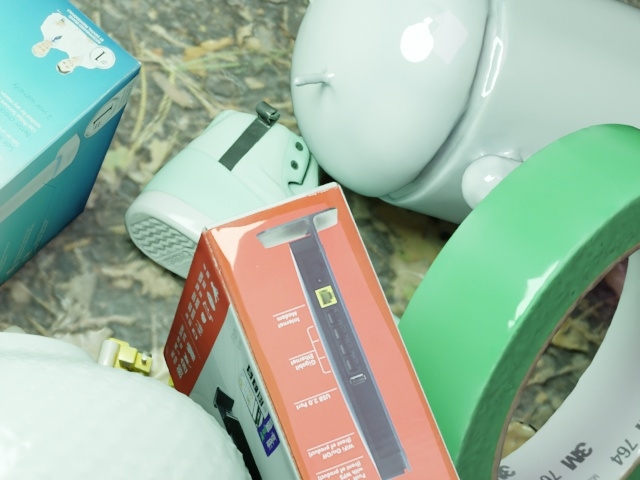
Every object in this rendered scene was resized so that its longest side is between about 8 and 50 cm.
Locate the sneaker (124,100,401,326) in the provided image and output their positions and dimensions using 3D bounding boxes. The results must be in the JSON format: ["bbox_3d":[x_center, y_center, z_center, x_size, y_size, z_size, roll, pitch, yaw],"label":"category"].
[{"bbox_3d":[0.000,0.000,1.290,0.256,0.094,0.151,34,56,-1],"label":"sneaker"}]

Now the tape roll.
[{"bbox_3d":[0.167,0.081,1.175,0.321,0.321,0.077,-34,49,-29],"label":"tape roll"}]

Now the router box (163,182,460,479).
[{"bbox_3d":[0.004,0.157,1.046,0.082,0.335,0.301,-19,78,-14],"label":"router box"}]

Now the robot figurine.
[{"bbox_3d":[0.127,-0.108,1.299,0.353,0.200,0.300,17,30,-26],"label":"robot figurine"}]

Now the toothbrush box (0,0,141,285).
[{"bbox_3d":[-0.274,-0.017,1.134,0.126,0.216,0.295,40,59,4],"label":"toothbrush box"}]

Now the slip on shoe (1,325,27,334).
[{"bbox_3d":[-0.239,0.112,1.181,0.041,0.051,0.135,42,52,8],"label":"slip on shoe"}]

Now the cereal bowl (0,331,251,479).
[{"bbox_3d":[-0.206,0.142,1.004,0.339,0.339,0.141,-1,70,-19],"label":"cereal bowl"}]

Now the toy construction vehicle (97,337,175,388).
[{"bbox_3d":[-0.114,0.107,1.231,0.098,0.035,0.086,20,60,-8],"label":"toy construction vehicle"}]
